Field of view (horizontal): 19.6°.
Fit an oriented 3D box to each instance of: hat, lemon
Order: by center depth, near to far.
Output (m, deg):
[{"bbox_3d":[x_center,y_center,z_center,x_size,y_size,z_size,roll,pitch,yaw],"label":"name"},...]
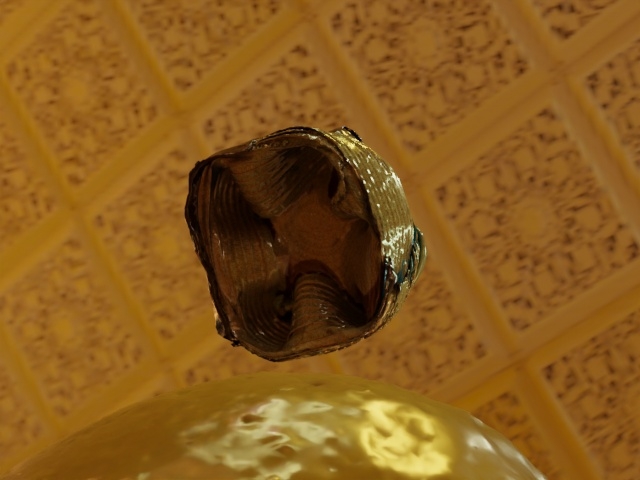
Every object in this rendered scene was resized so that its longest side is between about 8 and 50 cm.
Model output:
[{"bbox_3d":[-0.001,0.000,0.644,0.076,0.059,0.077,-16,-94,33],"label":"hat"},{"bbox_3d":[-0.006,0.229,0.953,0.364,0.364,0.364,10,-73,33],"label":"lemon"}]
